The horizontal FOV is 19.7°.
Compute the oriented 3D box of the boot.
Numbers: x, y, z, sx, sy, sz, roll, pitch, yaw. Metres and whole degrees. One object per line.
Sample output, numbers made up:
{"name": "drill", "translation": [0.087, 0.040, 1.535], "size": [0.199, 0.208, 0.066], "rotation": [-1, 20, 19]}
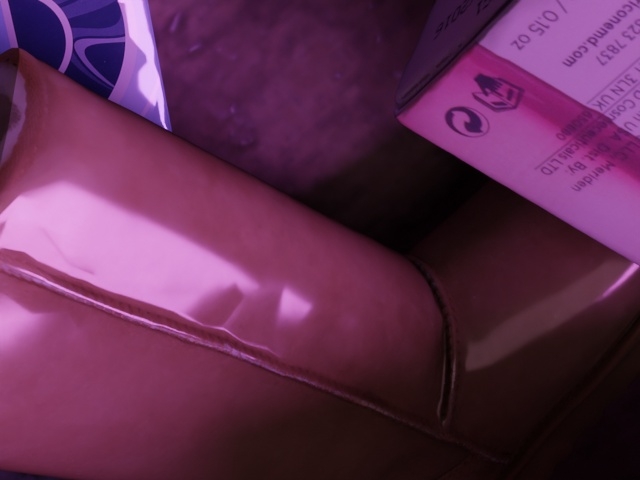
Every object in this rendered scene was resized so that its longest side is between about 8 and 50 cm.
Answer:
{"name": "boot", "translation": [0.000, 0.000, 0.619], "size": [0.269, 0.089, 0.236], "rotation": [24, 97, -38]}

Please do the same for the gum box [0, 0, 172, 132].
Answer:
{"name": "gum box", "translation": [-0.135, -0.062, 0.606], "size": [0.157, 0.041, 0.184], "rotation": [-16, 117, -13]}

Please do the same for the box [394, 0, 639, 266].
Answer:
{"name": "box", "translation": [0.164, -0.062, 0.596], "size": [0.232, 0.149, 0.127], "rotation": [31, 144, -12]}
